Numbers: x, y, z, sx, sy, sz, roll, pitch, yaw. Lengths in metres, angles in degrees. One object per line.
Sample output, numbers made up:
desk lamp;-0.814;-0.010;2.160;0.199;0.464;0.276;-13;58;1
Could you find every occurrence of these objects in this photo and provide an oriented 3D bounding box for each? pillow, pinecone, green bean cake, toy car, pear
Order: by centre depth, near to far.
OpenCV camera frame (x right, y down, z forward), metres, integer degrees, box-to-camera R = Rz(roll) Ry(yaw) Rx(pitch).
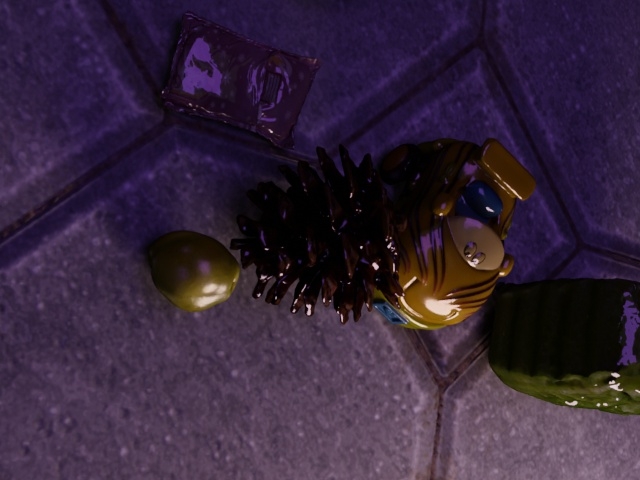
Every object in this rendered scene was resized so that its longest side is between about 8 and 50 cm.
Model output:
pear;-0.137;0.032;1.240;0.097;0.092;0.092;24;66;11
pinecone;0.000;0.000;1.277;0.208;0.208;0.207;4;84;-36
pillow;-0.089;-0.177;1.317;0.185;0.043;0.118;18;82;-31
toy car;0.160;-0.011;1.421;0.200;0.142;0.248;39;65;-27
green bean cake;0.369;0.139;1.497;0.250;0.247;0.156;13;79;-35
